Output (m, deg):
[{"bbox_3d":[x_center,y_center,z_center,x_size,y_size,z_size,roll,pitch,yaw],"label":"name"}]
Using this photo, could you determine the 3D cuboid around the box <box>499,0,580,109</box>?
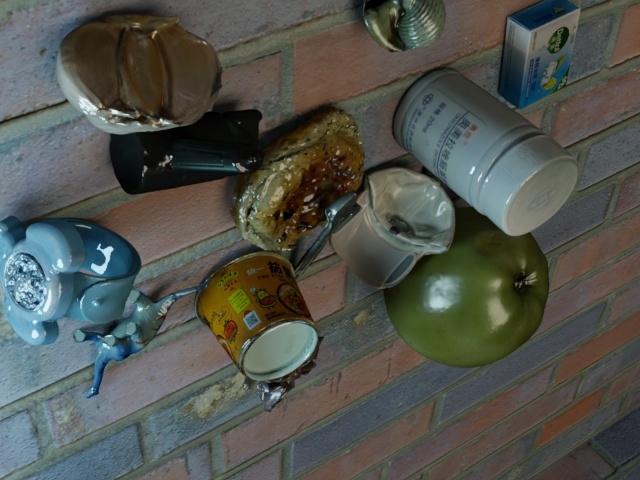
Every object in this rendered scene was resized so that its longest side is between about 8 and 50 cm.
[{"bbox_3d":[0.447,-0.385,1.920,0.139,0.073,0.194,-28,140,-22],"label":"box"}]

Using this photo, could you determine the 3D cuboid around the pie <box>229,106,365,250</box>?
[{"bbox_3d":[-0.041,-0.095,1.715,0.308,0.085,0.308,-33,147,-25],"label":"pie"}]

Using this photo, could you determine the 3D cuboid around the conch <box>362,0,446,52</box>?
[{"bbox_3d":[0.138,-0.390,1.594,0.135,0.102,0.153,-36,111,6],"label":"conch"}]

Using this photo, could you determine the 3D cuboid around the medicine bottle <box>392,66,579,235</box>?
[{"bbox_3d":[0.311,-0.169,1.777,0.190,0.332,0.190,-26,140,-24],"label":"medicine bottle"}]

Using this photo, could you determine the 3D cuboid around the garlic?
[{"bbox_3d":[-0.263,-0.217,1.328,0.229,0.178,0.143,6,155,-25],"label":"garlic"}]

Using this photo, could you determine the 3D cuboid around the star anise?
[{"bbox_3d":[-0.087,0.273,2.030,0.209,0.089,0.231,-60,149,0],"label":"star anise"}]

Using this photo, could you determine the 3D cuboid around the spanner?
[{"bbox_3d":[0.000,0.000,1.810,0.093,0.026,0.325,-25,161,-39],"label":"spanner"}]

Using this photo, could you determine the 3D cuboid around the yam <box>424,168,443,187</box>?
[{"bbox_3d":[0.244,-0.126,2.003,0.043,0.043,0.094,-32,144,-17],"label":"yam"}]

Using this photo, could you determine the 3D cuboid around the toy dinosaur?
[{"bbox_3d":[-0.345,0.167,1.690,0.329,0.076,0.144,-45,151,5],"label":"toy dinosaur"}]

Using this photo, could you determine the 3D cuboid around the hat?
[{"bbox_3d":[0.149,-0.020,1.919,0.164,0.219,0.226,-34,168,-48],"label":"hat"}]

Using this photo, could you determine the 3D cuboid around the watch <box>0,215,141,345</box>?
[{"bbox_3d":[-0.388,0.041,1.453,0.193,0.211,0.211,-15,136,-55],"label":"watch"}]

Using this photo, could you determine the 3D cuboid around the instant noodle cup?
[{"bbox_3d":[-0.113,0.153,1.798,0.215,0.172,0.216,-20,139,-18],"label":"instant noodle cup"}]

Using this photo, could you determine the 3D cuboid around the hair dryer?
[{"bbox_3d":[-0.143,-0.134,1.415,0.244,0.302,0.116,-14,107,-35],"label":"hair dryer"}]

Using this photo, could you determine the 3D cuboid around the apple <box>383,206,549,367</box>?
[{"bbox_3d":[0.313,0.102,2.014,0.357,0.357,0.357,-26,140,-24],"label":"apple"}]
